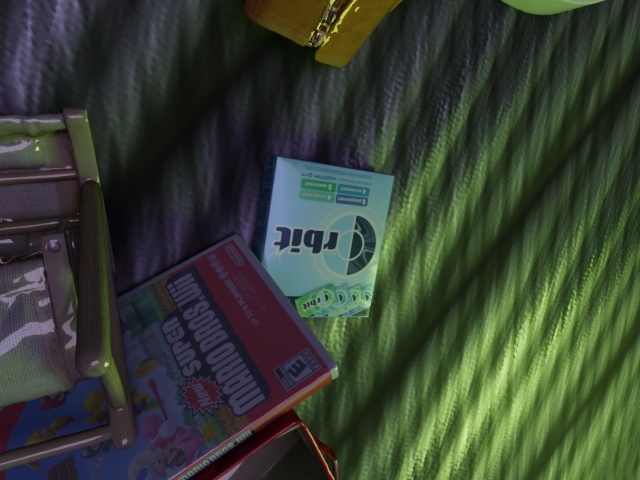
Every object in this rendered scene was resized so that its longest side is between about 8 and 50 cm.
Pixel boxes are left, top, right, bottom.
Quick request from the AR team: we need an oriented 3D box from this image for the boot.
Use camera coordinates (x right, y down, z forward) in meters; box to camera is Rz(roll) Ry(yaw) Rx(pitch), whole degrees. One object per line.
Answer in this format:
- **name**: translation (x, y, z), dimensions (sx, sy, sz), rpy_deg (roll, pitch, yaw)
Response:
- **boot**: translation (0.076, -0.278, 0.466), dimensions (0.295, 0.104, 0.211), rpy_deg (1, 136, -35)

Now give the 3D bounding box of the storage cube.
- **storage cube**: translation (-0.099, 0.252, 0.474), dimensions (0.215, 0.193, 0.184), rpy_deg (-32, 114, -15)

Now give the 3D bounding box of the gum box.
- **gum box**: translation (0.000, 0.000, 0.547), dimensions (0.157, 0.041, 0.184), rpy_deg (5, 101, -27)

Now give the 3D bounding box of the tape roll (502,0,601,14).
- **tape roll**: translation (0.312, -0.498, 0.563), dimensions (0.392, 0.072, 0.392), rpy_deg (-6, 105, -25)

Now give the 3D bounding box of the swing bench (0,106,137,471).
- **swing bench**: translation (-0.290, 0.040, 0.329), dimensions (0.253, 0.255, 0.165), rpy_deg (-9, 143, -22)

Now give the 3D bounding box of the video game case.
- **video game case**: translation (-0.156, 0.124, 0.419), dimensions (0.285, 0.204, 0.025), rpy_deg (-30, 142, -16)
